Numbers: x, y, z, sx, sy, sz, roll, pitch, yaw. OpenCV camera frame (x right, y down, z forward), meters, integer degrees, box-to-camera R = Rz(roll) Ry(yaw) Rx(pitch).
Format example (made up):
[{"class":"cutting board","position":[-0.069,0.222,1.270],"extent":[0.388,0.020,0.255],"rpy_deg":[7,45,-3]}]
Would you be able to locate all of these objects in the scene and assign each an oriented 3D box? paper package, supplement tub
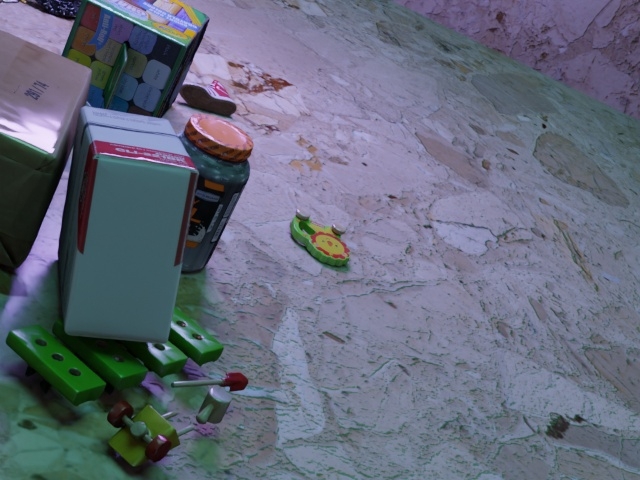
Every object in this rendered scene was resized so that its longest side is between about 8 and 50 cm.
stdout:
[{"class":"paper package","position":[-0.461,-0.148,1.458],"extent":[0.309,0.168,0.325],"rpy_deg":[23,23,-14]},{"class":"supplement tub","position":[-0.167,-0.064,1.571],"extent":[0.117,0.190,0.117],"rpy_deg":[22,23,-10]}]

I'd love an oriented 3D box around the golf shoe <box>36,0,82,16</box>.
[{"class":"golf shoe","position":[-0.469,-0.458,2.239],"extent":[0.198,0.077,0.094],"rpy_deg":[23,11,-27]}]

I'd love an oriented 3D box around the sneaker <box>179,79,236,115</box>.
[{"class":"sneaker","position":[-0.211,-0.267,2.140],"extent":[0.118,0.042,0.067],"rpy_deg":[20,27,-36]}]

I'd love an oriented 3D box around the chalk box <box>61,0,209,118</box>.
[{"class":"chalk box","position":[-0.313,-0.293,1.909],"extent":[0.179,0.180,0.289],"rpy_deg":[26,22,-5]}]

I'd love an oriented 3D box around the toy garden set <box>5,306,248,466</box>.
[{"class":"toy garden set","position":[-0.189,0.153,1.280],"extent":[0.204,0.049,0.244],"rpy_deg":[36,23,24]}]

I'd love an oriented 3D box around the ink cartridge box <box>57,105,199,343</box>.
[{"class":"ink cartridge box","position":[-0.225,-0.026,1.335],"extent":[0.114,0.197,0.273],"rpy_deg":[8,15,-17]}]

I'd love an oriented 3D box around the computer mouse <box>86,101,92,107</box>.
[{"class":"computer mouse","position":[-0.432,-0.233,1.786],"extent":[0.242,0.041,0.071],"rpy_deg":[43,58,5]}]

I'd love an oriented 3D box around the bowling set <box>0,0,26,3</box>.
[{"class":"bowling set","position":[-0.541,-0.397,1.870],"extent":[0.287,0.200,0.154],"rpy_deg":[33,22,3]}]

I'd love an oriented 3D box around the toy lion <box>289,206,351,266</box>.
[{"class":"toy lion","position":[0.000,0.000,1.831],"extent":[0.100,0.034,0.096],"rpy_deg":[23,31,-10]}]
